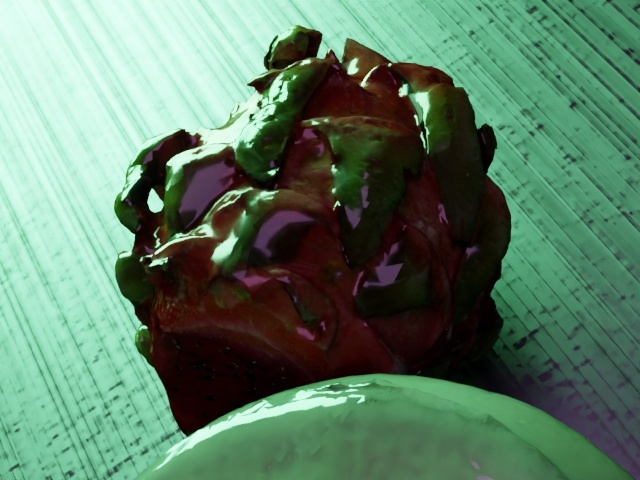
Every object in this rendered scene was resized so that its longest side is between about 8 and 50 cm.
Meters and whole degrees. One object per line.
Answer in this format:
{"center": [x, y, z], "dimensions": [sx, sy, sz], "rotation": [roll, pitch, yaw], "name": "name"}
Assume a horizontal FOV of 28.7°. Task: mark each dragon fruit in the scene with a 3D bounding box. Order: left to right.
{"center": [0.000, 0.000, 0.522], "dimensions": [0.166, 0.160, 0.172], "rotation": [-27, 23, 49], "name": "dragon fruit"}

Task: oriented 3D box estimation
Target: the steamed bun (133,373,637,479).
{"center": [0.022, 0.162, 0.393], "dimensions": [0.231, 0.145, 0.232], "rotation": [-13, 61, 24], "name": "steamed bun"}
